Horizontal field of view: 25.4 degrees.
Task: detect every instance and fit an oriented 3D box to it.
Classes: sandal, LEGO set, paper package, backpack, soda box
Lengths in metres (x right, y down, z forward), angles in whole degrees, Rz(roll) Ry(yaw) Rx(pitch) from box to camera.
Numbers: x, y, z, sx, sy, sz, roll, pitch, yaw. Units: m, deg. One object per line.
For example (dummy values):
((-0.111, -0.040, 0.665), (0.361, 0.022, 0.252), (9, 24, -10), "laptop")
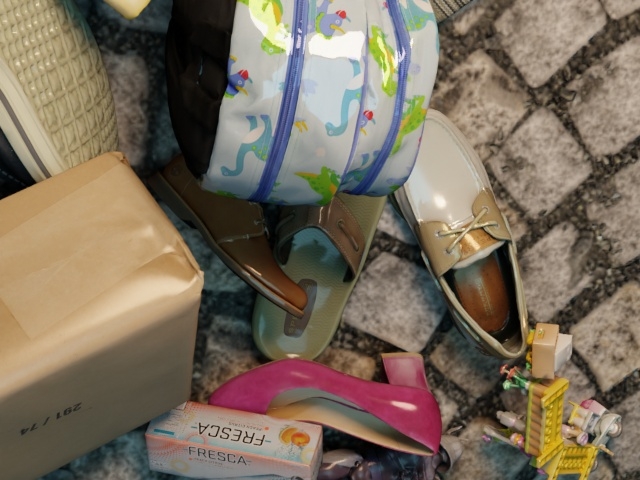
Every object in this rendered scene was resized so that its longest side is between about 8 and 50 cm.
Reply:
((0.001, 0.001, 1.479), (0.120, 0.086, 0.303), (10, 108, -2), "sandal")
((0.237, 0.186, 1.575), (0.132, 0.107, 0.287), (-57, 143, -12), "LEGO set")
((-0.286, 0.108, 1.301), (0.324, 0.309, 0.168), (-27, 71, -18), "paper package")
((-0.030, -0.168, 1.249), (0.273, 0.355, 0.290), (18, 107, 1), "backpack")
((-0.091, 0.220, 1.503), (0.183, 0.058, 0.063), (9, 133, 11), "soda box")

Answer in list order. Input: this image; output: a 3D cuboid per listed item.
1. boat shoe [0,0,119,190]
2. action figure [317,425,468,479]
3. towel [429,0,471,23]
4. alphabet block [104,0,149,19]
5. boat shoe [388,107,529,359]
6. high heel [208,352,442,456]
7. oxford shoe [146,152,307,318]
((-0.322, -0.168, 1.239), (0.155, 0.187, 0.500), (-9, 151, 19), "boat shoe")
((0.037, 0.262, 1.586), (0.285, 0.099, 0.185), (-16, 104, -14), "action figure")
((0.120, -0.405, 1.394), (0.312, 0.056, 0.324), (-35, 115, 13), "towel")
((-0.199, -0.340, 1.268), (0.197, 0.193, 0.192), (38, 96, -23), "alphabet block")
((0.156, -0.008, 1.522), (0.113, 0.103, 0.302), (-30, 112, -4), "boat shoe")
((0.005, 0.190, 1.508), (0.244, 0.117, 0.082), (-4, 142, -6), "high heel")
((-0.080, -0.009, 1.437), (0.076, 0.076, 0.212), (-43, 85, -3), "oxford shoe")
